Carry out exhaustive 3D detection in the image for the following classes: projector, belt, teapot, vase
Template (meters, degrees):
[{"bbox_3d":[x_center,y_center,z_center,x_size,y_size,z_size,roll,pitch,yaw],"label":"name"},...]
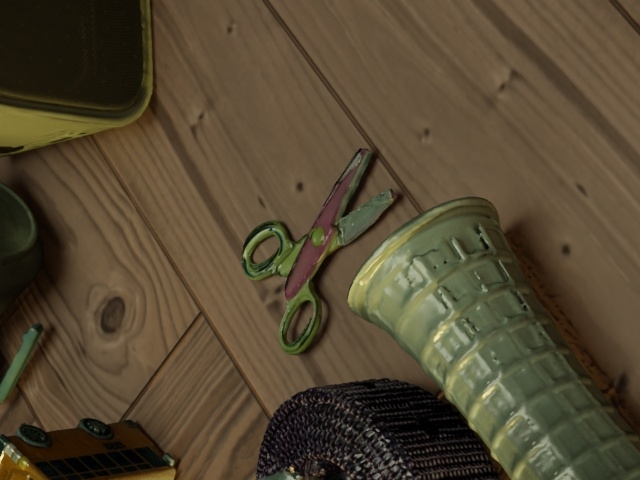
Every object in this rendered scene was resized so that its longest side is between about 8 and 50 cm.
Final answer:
[{"bbox_3d":[-0.336,-0.217,1.916,0.249,0.248,0.248,-11,79,42],"label":"projector"},{"bbox_3d":[0.049,0.269,1.586,0.260,0.122,0.325,-41,61,47],"label":"belt"},{"bbox_3d":[-0.378,0.061,2.011,0.203,0.171,0.225,34,121,7],"label":"teapot"},{"bbox_3d":[0.157,0.119,1.503,0.143,0.143,0.299,-53,57,27],"label":"vase"}]

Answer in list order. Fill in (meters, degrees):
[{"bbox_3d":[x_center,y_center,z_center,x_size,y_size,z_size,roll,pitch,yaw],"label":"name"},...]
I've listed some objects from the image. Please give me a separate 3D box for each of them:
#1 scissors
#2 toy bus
[{"bbox_3d":[0.000,0.000,1.737,0.187,0.020,0.133,-49,52,30],"label":"scissors"},{"bbox_3d":[-0.221,0.227,1.824,0.103,0.182,0.091,37,111,30],"label":"toy bus"}]
